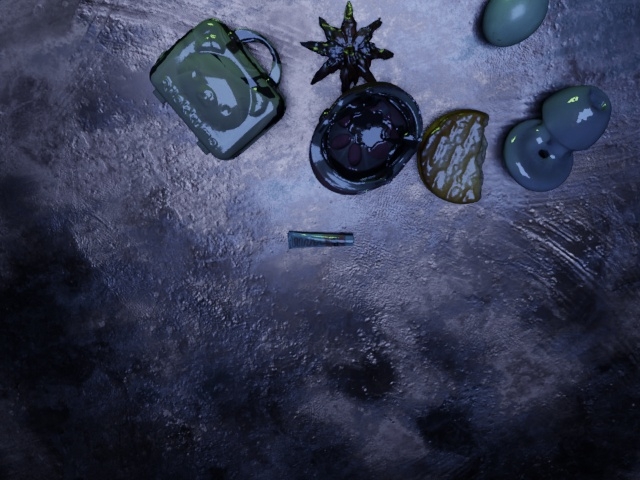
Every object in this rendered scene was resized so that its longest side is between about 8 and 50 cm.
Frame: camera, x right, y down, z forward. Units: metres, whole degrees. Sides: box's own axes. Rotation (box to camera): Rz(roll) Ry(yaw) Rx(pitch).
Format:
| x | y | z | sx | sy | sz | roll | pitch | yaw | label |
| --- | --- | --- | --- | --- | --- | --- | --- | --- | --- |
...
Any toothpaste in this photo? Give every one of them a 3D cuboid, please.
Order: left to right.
| x | y | z | sx | sy | sz | roll | pitch | yaw | label |
| --- | --- | --- | --- | --- | --- | --- | --- | --- | --- |
| 0.000 | 0.000 | 1.854 | 0.205 | 0.036 | 0.056 | 0 | 108 | 7 | toothpaste |

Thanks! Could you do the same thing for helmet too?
| x | y | z | sx | sy | sz | roll | pitch | yaw | label |
| --- | --- | --- | --- | --- | --- | --- | --- | --- | --- |
| 0.125 | -0.302 | 1.677 | 0.271 | 0.197 | 0.338 | 39 | 113 | -16 | helmet |

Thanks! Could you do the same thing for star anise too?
| x | y | z | sx | sy | sz | roll | pitch | yaw | label |
| --- | --- | --- | --- | --- | --- | --- | --- | --- | --- |
| 0.070 | -0.530 | 1.664 | 0.272 | 0.102 | 0.271 | 1 | 103 | 4 | star anise |

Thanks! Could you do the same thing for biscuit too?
| x | y | z | sx | sy | sz | roll | pitch | yaw | label |
| --- | --- | --- | --- | --- | --- | --- | --- | --- | --- |
| 0.388 | -0.249 | 1.734 | 0.213 | 0.091 | 0.274 | 7 | 108 | -2 | biscuit |

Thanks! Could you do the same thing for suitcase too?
| x | y | z | sx | sy | sz | roll | pitch | yaw | label |
| --- | --- | --- | --- | --- | --- | --- | --- | --- | --- |
| -0.264 | -0.439 | 1.658 | 0.339 | 0.194 | 0.351 | -38 | 101 | 10 | suitcase |

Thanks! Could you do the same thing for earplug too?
| x | y | z | sx | sy | sz | roll | pitch | yaw | label |
| --- | --- | --- | --- | --- | --- | --- | --- | --- | --- |
| 0.663 | -0.288 | 1.665 | 0.214 | 0.175 | 0.325 | 38 | 105 | -6 | earplug |

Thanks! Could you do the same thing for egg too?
| x | y | z | sx | sy | sz | roll | pitch | yaw | label |
| --- | --- | --- | --- | --- | --- | --- | --- | --- | --- |
| 0.521 | -0.611 | 1.593 | 0.149 | 0.149 | 0.192 | 41 | 109 | -8 | egg |
